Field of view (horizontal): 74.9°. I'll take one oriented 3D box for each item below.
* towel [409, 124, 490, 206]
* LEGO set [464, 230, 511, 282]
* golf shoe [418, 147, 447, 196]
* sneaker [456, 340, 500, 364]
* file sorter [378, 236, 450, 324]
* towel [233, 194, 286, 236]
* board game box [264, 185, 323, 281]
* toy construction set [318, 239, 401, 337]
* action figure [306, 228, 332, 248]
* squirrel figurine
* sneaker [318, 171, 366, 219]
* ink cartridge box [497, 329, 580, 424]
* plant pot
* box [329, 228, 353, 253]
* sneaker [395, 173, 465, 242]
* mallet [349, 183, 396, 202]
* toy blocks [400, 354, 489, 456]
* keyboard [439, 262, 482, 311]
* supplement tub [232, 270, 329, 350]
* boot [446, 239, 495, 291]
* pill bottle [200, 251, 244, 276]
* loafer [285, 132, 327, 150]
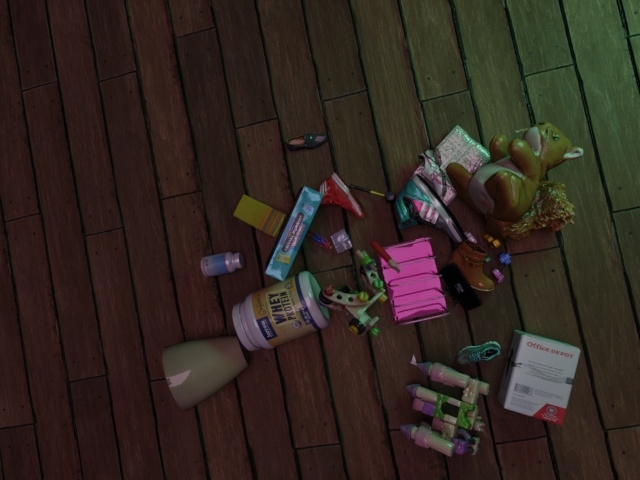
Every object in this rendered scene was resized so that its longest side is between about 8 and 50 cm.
[{"bbox_3d":[0.492,-0.275,1.591,0.187,0.049,0.282,43,96,6],"label":"towel"},{"bbox_3d":[0.631,0.042,1.536,0.087,0.093,0.227,-36,83,6],"label":"LEGO set"},{"bbox_3d":[0.417,-0.245,1.547,0.086,0.067,0.185,-14,78,18],"label":"golf shoe"},{"bbox_3d":[0.585,0.418,1.540,0.167,0.076,0.064,-24,84,7],"label":"sneaker"},{"bbox_3d":[0.340,0.146,1.533,0.202,0.182,0.290,-14,86,8],"label":"file sorter"},{"bbox_3d":[-0.244,-0.100,1.675,0.237,0.021,0.102,26,87,29],"label":"towel"},{"bbox_3d":[-0.106,-0.034,1.565,0.079,0.254,0.335,25,92,-8],"label":"board game box"},{"bbox_3d":[0.172,0.188,1.448,0.237,0.258,0.308,49,127,21],"label":"toy construction set"},{"bbox_3d":[0.000,0.000,1.668,0.115,0.030,0.038,35,89,6],"label":"action figure"},{"bbox_3d":[0.725,-0.207,1.474,0.371,0.281,0.396,-36,108,-9],"label":"squirrel figurine"},{"bbox_3d":[0.075,-0.148,1.644,0.128,0.087,0.221,-37,71,14],"label":"sneaker"},{"bbox_3d":[0.773,0.479,1.490,0.197,0.114,0.272,14,91,10],"label":"ink cartridge box"},{"bbox_3d":[-0.428,0.483,1.627,0.274,0.256,0.256,-20,85,-8],"label":"plant pot"},{"bbox_3d":[0.084,0.003,1.658,0.067,0.018,0.083,-25,85,8],"label":"box"},{"bbox_3d":[0.381,-0.079,1.549,0.178,0.124,0.295,-40,81,24],"label":"sneaker"},{"bbox_3d":[0.202,-0.189,1.624,0.190,0.062,0.039,19,90,9],"label":"mallet"},{"bbox_3d":[0.425,0.593,1.516,0.260,0.309,0.288,7,76,41],"label":"toy blocks"},{"bbox_3d":[0.517,0.175,1.568,0.100,0.038,0.192,-32,91,35],"label":"keyboard"},{"bbox_3d":[-0.147,0.273,1.580,0.317,0.228,0.228,-23,85,7],"label":"supplement tub"},{"bbox_3d":[0.568,0.093,1.515,0.197,0.073,0.152,29,136,11],"label":"boot"},{"bbox_3d":[-0.395,0.094,1.694,0.160,0.087,0.087,-11,87,8],"label":"pill bottle"},{"bbox_3d":[-0.057,-0.398,1.670,0.170,0.061,0.062,-14,85,7],"label":"loafer"}]
